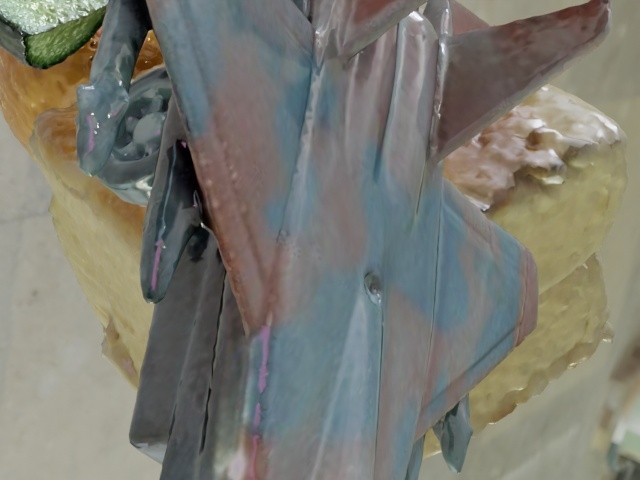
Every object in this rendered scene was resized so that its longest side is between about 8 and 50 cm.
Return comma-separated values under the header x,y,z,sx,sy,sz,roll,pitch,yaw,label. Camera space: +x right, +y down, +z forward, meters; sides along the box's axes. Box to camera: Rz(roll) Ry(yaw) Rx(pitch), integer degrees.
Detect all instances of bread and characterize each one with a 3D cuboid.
x,y,z,sx,sy,sz,roll,pitch,yaw,label
0.000,0.000,1.110,0.371,0.390,0.279,-31,130,-23,bread

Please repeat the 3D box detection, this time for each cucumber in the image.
x,y,z,sx,sy,sz,roll,pitch,yaw,label
-0.301,-0.232,1.099,0.063,0.244,0.115,-53,178,39,cucumber

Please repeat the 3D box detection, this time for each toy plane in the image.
x,y,z,sx,sy,sz,roll,pitch,yaw,label
-0.010,0.036,0.347,0.223,0.104,0.326,43,57,-45,toy plane

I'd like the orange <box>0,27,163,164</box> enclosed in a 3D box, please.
x,y,z,sx,sy,sz,roll,pitch,yaw,label
-0.180,-0.187,1.423,0.340,0.340,0.293,-44,163,-38,orange
